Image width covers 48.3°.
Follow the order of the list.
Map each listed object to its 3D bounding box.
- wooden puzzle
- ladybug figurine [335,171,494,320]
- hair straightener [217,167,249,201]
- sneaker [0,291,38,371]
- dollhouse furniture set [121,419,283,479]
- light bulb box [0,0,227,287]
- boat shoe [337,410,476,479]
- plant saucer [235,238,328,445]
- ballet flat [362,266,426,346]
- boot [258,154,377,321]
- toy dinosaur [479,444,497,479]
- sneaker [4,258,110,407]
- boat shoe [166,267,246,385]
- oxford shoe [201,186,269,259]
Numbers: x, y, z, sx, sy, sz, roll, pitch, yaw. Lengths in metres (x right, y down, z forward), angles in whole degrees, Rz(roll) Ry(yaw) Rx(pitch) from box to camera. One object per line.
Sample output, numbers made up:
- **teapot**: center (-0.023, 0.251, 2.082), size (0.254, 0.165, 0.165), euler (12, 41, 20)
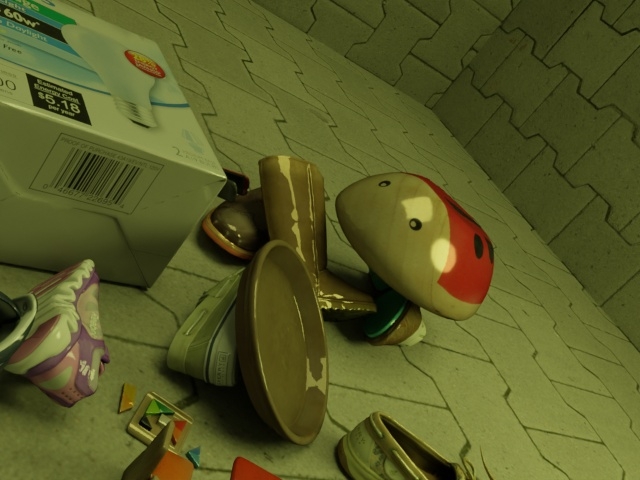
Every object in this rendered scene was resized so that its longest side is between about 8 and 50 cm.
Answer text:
- **wooden puzzle**: center (-0.184, 0.212, 0.828), size (0.116, 0.014, 0.078), euler (34, 23, -14)
- **ladybug figurine**: center (0.198, -0.002, 1.317), size (0.305, 0.162, 0.449), euler (54, 16, 26)
- **hair straightener**: center (-0.243, -0.122, 1.251), size (0.231, 0.047, 0.089), euler (25, 30, 14)
- **sneaker**: center (-0.348, 0.054, 0.689), size (0.099, 0.153, 0.282), euler (24, 27, -35)
- **dollhouse furniture set**: center (-0.063, 0.312, 0.666), size (0.262, 0.135, 0.259), euler (33, 23, -15)
- **light bulb box**: center (-0.373, -0.159, 0.960), size (0.358, 0.225, 0.361), euler (16, 33, -44)
- **boat shoe**: center (0.160, 0.343, 1.013), size (0.285, 0.089, 0.104), euler (32, 23, -17)
- **plant saucer**: center (-0.049, 0.137, 0.970), size (0.278, 0.041, 0.277), euler (-11, 90, -73)
- **ballet flat**: center (0.153, 0.134, 1.408), size (0.124, 0.116, 0.342), euler (54, 14, -17)
- **boot**: center (0.000, 0.000, 1.252), size (0.236, 0.089, 0.269), euler (14, 64, -46)
- **toy dinosaur**: center (0.312, 0.428, 1.164), size (0.183, 0.053, 0.092), euler (46, 7, -4)
- **sneaker**: center (-0.280, 0.104, 0.796), size (0.104, 0.095, 0.236), euler (56, 3, -23)
- **boat shoe**: center (-0.129, 0.097, 1.012), size (0.094, 0.109, 0.302), euler (12, 20, 4)
- **oxford shoe**: center (-0.098, -0.065, 1.327), size (0.130, 0.132, 0.364), euler (42, 23, 5)
